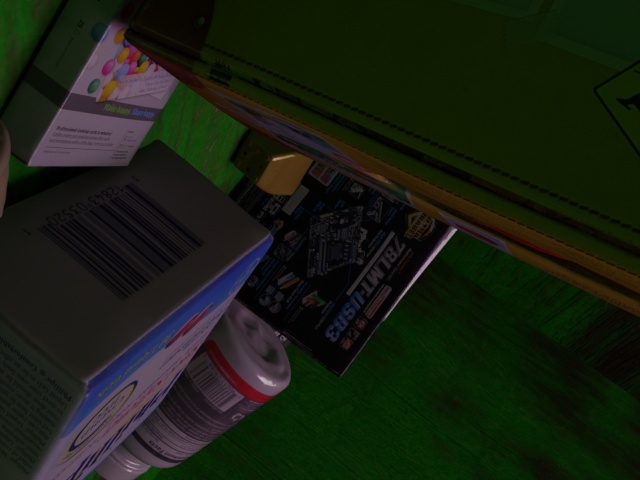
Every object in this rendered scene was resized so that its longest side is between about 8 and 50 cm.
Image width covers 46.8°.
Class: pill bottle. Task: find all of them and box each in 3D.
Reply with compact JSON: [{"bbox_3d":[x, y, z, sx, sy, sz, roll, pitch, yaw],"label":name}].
[{"bbox_3d":[-0.217,0.238,1.148,0.318,0.176,0.176,-37,177,12],"label":"pill bottle"}]

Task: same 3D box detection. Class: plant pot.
[{"bbox_3d":[-0.070,-0.111,0.999,0.083,0.081,0.081,-19,147,-58],"label":"plant pot"}]

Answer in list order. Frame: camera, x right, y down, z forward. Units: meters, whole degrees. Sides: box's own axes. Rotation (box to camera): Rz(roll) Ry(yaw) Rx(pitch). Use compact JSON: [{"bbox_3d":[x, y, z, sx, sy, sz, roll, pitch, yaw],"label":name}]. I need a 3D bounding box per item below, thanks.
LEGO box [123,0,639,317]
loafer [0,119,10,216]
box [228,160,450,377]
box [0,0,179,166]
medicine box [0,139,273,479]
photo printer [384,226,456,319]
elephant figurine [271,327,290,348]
[{"bbox_3d":[0.195,-0.161,0.416,0.373,0.500,0.193,-62,154,1],"label":"LEGO box"},{"bbox_3d":[-0.249,0.043,0.365,0.268,0.102,0.092,-52,168,-25],"label":"loafer"},{"bbox_3d":[0.000,0.000,1.108,0.296,0.293,0.073,-53,174,-9],"label":"box"},{"bbox_3d":[-0.135,-0.138,0.526,0.186,0.038,0.145,-56,174,11],"label":"box"},{"bbox_3d":[-0.214,0.094,0.633,0.289,0.149,0.263,-54,174,33],"label":"medicine box"},{"bbox_3d":[0.077,-0.032,1.435,0.256,0.307,0.107,-52,173,15],"label":"photo printer"},{"bbox_3d":[-0.125,0.100,1.279,0.169,0.186,0.239,-26,151,15],"label":"elephant figurine"}]
